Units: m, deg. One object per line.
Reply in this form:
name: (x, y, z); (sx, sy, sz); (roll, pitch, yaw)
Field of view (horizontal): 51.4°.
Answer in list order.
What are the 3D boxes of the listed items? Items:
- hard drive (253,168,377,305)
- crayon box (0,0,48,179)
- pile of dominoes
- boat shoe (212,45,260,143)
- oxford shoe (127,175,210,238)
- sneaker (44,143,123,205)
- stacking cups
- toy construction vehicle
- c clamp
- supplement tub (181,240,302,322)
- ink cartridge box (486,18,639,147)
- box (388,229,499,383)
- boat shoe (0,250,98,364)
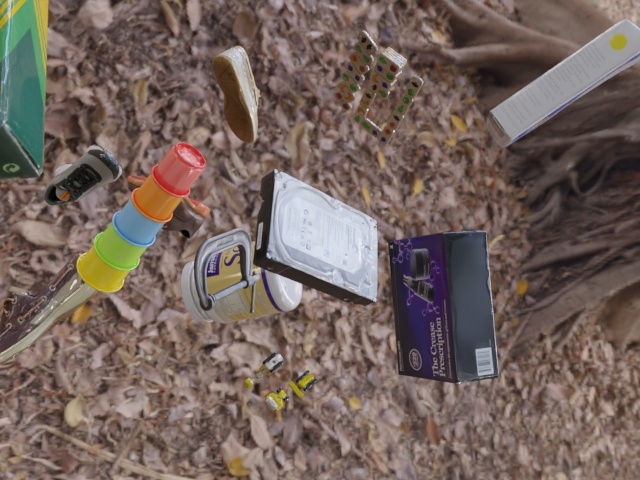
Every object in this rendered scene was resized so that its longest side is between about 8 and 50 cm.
hard drive: (0.000, 0.000, 1.588); (0.338, 0.064, 0.237); (26, 54, -34)
crayon box: (-0.367, -0.200, 0.614); (0.083, 0.203, 0.323); (86, -6, -63)
pile of dominoes: (0.125, -0.363, 1.630); (0.196, 0.251, 0.040); (39, 53, 7)
boat shoe: (-0.126, -0.239, 1.095); (0.059, 0.063, 0.170); (-51, 149, -33)
oxford shoe: (-0.356, -0.073, 1.544); (0.271, 0.096, 0.098); (33, 80, -59)
sneaker: (-0.578, -0.147, 1.618); (0.100, 0.271, 0.108); (48, 45, -26)
stacking cups: (-0.306, -0.036, 1.168); (0.096, 0.316, 0.096); (36, 28, -22)
toy construction vehicle: (-0.068, 0.235, 1.101); (0.086, 0.035, 0.098); (45, 50, 10)
c clamp: (-0.127, 0.052, 0.930); (0.160, 0.022, 0.137); (-15, 111, -63)
supplement tub: (-0.248, 0.132, 2.122); (0.241, 0.331, 0.241); (-13, 90, -74)
ink cartridge box: (0.418, -0.265, 1.087); (0.072, 0.307, 0.303); (55, 14, 4)
box: (0.221, 0.121, 1.231); (0.103, 0.184, 0.261); (-2, 85, -25)
boat shoe: (-0.637, 0.152, 1.450); (0.342, 0.123, 0.123); (-40, 103, -19)
